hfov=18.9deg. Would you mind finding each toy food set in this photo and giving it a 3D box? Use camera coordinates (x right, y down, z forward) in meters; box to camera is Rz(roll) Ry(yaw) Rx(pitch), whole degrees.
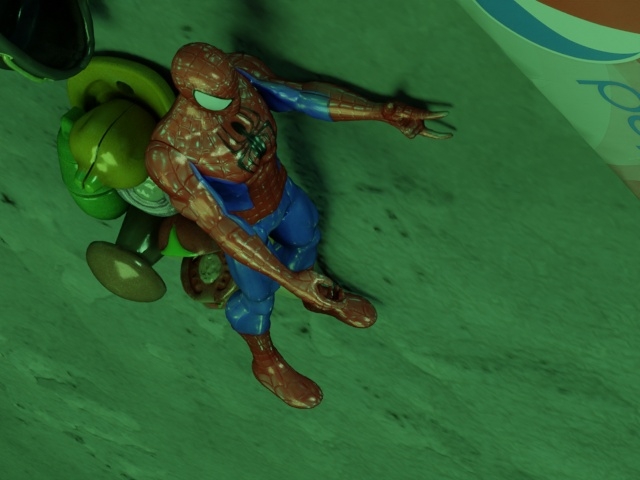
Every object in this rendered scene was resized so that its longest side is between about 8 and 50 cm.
[{"bbox_3d":[-0.090,-0.009,1.073,0.128,0.071,0.218,21,154,24],"label":"toy food set"}]

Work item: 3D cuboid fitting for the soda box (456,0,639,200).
[{"bbox_3d":[0.113,-0.085,0.617,0.092,0.083,0.263,6,153,45],"label":"soda box"}]

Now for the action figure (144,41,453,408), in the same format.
[{"bbox_3d":[0.000,0.000,0.962,0.139,0.091,0.280,22,156,27],"label":"action figure"}]

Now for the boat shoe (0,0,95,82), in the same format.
[{"bbox_3d":[-0.160,-0.148,0.885,0.069,0.081,0.228,21,161,17],"label":"boat shoe"}]
